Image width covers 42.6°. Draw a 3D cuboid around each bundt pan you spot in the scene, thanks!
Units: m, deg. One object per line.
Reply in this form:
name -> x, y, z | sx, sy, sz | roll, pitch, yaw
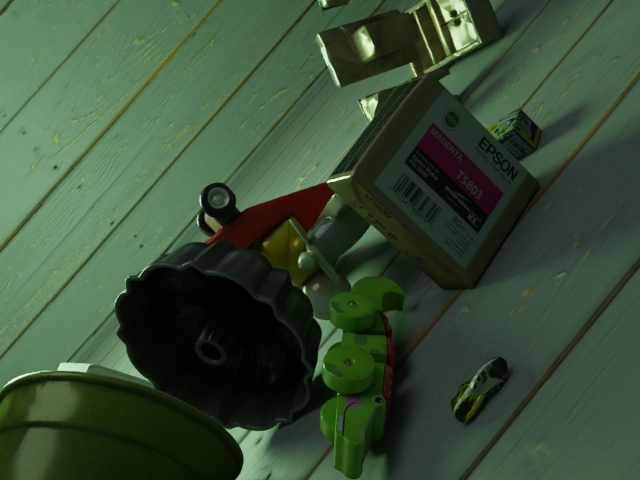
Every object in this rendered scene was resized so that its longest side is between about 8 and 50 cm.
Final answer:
bundt pan -> -0.142, 0.133, 1.265 | 0.331, 0.331, 0.124 | -35, 14, 40

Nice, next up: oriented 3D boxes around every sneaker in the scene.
sneaker -> 0.169, 0.158, 0.895 | 0.083, 0.031, 0.035 | -49, 15, -1

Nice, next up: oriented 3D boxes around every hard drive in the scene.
hard drive -> -0.425, 0.315, 1.763 | 0.353, 0.233, 0.047 | -17, 54, 63

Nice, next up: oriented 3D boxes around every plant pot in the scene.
plant pot -> -0.322, 0.419, 1.095 | 0.366, 0.366, 0.353 | -34, 32, 42

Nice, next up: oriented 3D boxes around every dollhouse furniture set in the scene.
dollhouse furniture set -> 0.154, -0.429, 1.792 | 0.394, 0.362, 0.256 | -25, 4, -30

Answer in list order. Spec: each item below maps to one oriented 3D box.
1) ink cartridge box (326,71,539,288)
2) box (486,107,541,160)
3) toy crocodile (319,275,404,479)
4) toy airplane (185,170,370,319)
ink cartridge box -> 0.157, -0.078, 1.120 | 0.193, 0.235, 0.088 | -54, 17, -16
box -> 0.265, -0.137, 1.306 | 0.169, 0.054, 0.059 | -33, 22, 43
toy crocodile -> 0.057, 0.165, 1.074 | 0.340, 0.105, 0.115 | -81, -6, -61
toy airplane -> 0.000, 0.000, 1.413 | 0.384, 0.272, 0.386 | -27, -13, 29
